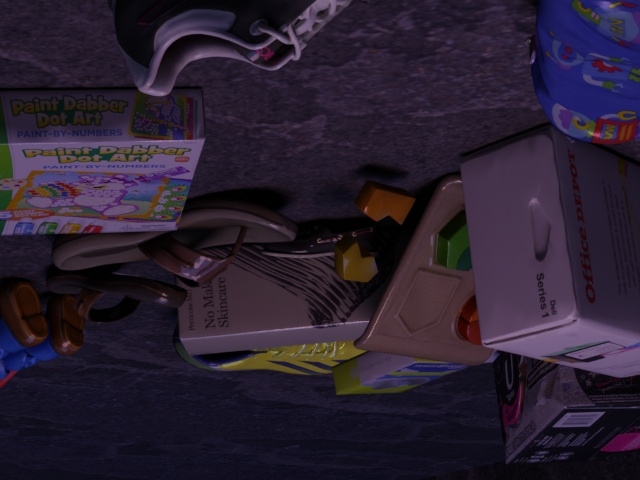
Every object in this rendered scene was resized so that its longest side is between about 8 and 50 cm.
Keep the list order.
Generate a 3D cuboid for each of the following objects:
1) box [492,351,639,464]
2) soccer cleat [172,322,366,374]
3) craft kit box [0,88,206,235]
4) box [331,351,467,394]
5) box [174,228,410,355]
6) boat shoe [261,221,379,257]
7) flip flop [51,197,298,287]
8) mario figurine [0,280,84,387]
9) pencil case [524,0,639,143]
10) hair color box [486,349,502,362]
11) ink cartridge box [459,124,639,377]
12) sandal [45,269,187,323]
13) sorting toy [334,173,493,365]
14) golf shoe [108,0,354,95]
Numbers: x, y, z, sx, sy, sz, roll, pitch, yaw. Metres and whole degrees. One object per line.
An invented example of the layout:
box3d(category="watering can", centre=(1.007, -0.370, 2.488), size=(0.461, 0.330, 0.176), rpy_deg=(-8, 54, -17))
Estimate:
box3d(category="box", centre=(0.315, 0.166, 1.801), size=(0.163, 0.142, 0.247), rpy_deg=(0, 156, -10))
box3d(category="soccer cleat", centre=(-0.048, 0.131, 1.981), size=(0.289, 0.093, 0.121), rpy_deg=(-1, 176, -7))
box3d(category="craft kit box", centre=(-0.241, -0.067, 1.380), size=(0.249, 0.061, 0.247), rpy_deg=(-2, 160, -11))
box3d(category="box", centre=(0.109, 0.145, 1.821), size=(0.109, 0.042, 0.178), rpy_deg=(3, 160, -37))
box3d(category="box", centre=(-0.028, 0.061, 1.753), size=(0.275, 0.113, 0.094), rpy_deg=(-7, 165, -1))
box3d(category="boat shoe", centre=(0.000, 0.000, 1.688), size=(0.133, 0.042, 0.049), rpy_deg=(-3, -172, -7))
box3d(category="flip flop", centre=(-0.155, 0.013, 1.612), size=(0.277, 0.080, 0.112), rpy_deg=(-9, 162, 12))
box3d(category="mario figurine", centre=(-0.458, 0.124, 1.880), size=(0.320, 0.170, 0.198), rpy_deg=(-25, 120, 23))
box3d(category="pencil case", centre=(0.209, -0.169, 1.080), size=(0.133, 0.119, 0.306), rpy_deg=(13, 166, 12))
box3d(category="hair color box", centre=(0.233, 0.083, 1.910), size=(0.338, 0.110, 0.185), rpy_deg=(-2, 160, -4))
box3d(category="ink cartridge box", centre=(0.273, 0.020, 1.557), size=(0.117, 0.201, 0.278), rpy_deg=(-19, 158, 36))
box3d(category="sandal", centre=(-0.238, 0.068, 1.730), size=(0.219, 0.060, 0.090), rpy_deg=(6, 175, 40))
box3d(category="sorting toy", centre=(0.130, 0.035, 1.631), size=(0.307, 0.041, 0.229), rpy_deg=(12, 114, -44))
box3d(category="golf shoe", centre=(-0.010, -0.173, 1.002), size=(0.272, 0.120, 0.105), rpy_deg=(-13, 160, 18))
